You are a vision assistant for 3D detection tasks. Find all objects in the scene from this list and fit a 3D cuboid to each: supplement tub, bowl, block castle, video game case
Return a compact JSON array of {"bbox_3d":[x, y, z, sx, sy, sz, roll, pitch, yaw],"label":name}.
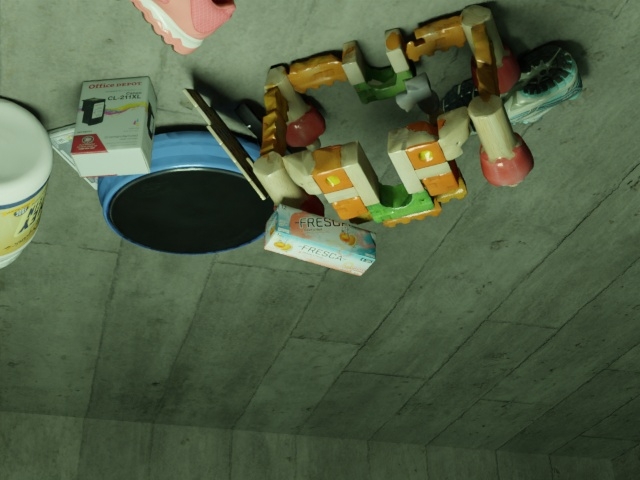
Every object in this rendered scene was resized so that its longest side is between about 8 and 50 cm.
[{"bbox_3d":[-0.643,-0.096,1.775,0.228,0.228,0.316,10,147,-18],"label":"supplement tub"},{"bbox_3d":[-0.262,-0.084,1.928,0.391,0.077,0.391,-4,152,-2],"label":"bowl"},{"bbox_3d":[0.124,-0.187,1.601,0.453,0.303,0.213,-13,140,18],"label":"block castle"},{"bbox_3d":[-0.424,-0.175,1.853,0.173,0.022,0.190,-12,147,16],"label":"video game case"}]

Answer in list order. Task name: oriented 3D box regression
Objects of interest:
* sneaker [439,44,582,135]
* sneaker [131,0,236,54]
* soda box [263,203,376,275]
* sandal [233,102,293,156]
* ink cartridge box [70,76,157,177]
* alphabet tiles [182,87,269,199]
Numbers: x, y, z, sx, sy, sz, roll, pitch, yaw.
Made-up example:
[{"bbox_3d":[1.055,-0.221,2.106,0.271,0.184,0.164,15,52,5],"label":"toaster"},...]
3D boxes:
[{"bbox_3d":[0.347,-0.244,1.702,0.283,0.110,0.122,-20,151,30],"label":"sneaker"},{"bbox_3d":[-0.247,-0.416,1.415,0.136,0.116,0.314,-26,149,20],"label":"sneaker"},{"bbox_3d":[0.000,0.000,1.559,0.183,0.058,0.063,16,144,-18],"label":"soda box"},{"bbox_3d":[-0.093,-0.170,1.807,0.054,0.097,0.254,-42,128,4],"label":"sandal"},{"bbox_3d":[-0.368,-0.205,1.665,0.127,0.175,0.072,-4,145,3],"label":"ink cartridge box"},{"bbox_3d":[-0.163,-0.176,1.668,0.009,0.198,0.237,-37,95,7],"label":"alphabet tiles"}]
